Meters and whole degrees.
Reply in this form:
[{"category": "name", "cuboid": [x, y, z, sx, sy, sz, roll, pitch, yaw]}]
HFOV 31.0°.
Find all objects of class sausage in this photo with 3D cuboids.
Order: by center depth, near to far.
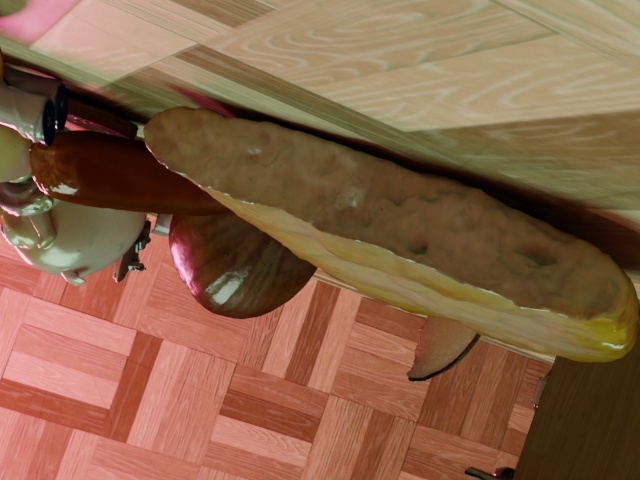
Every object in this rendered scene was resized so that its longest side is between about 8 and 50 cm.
[{"category": "sausage", "cuboid": [-0.200, -0.071, 1.324, 0.089, 0.083, 0.300, -7, 170, 42]}]

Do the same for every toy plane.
[{"category": "toy plane", "cuboid": [-0.306, -0.015, 1.886, 0.058, 0.226, 0.226, 0, 135, -7]}]

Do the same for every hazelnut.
[{"category": "hazelnut", "cuboid": [-0.108, 0.014, 1.584, 0.210, 0.186, 0.210, 36, -179, -1]}]

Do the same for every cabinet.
[{"category": "cabinet", "cuboid": [0.395, 0.238, 1.488, 0.318, 0.290, 0.227, 18, 176, 24]}]

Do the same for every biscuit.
[{"category": "biscuit", "cuboid": [0.111, 0.010, 1.110, 0.429, 0.104, 0.446, 18, 173, 26]}, {"category": "biscuit", "cuboid": [-0.291, -0.152, 1.319, 0.175, 0.026, 0.124, 17, 176, 11]}]

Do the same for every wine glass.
[{"category": "wine glass", "cuboid": [-0.192, -0.022, 1.887, 0.155, 0.073, 0.073, 18, 176, -9]}]

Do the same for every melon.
[{"category": "melon", "cuboid": [0.181, 0.111, 1.555, 0.098, 0.182, 0.054, 13, 173, 20]}]

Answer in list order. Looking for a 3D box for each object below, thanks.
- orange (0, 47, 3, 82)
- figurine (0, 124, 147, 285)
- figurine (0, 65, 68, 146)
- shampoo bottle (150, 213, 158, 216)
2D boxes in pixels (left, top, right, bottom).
[{"category": "orange", "cuboid": [-0.348, -0.147, 0.970, 0.156, 0.134, 0.156, 13, -172, -2]}, {"category": "figurine", "cuboid": [-0.350, -0.103, 1.504, 0.274, 0.227, 0.394, -15, 151, 17]}, {"category": "figurine", "cuboid": [-0.409, -0.151, 1.195, 0.274, 0.133, 0.194, 21, -141, 22]}, {"category": "shampoo bottle", "cuboid": [-0.290, -0.077, 2.015, 0.204, 0.065, 0.065, 19, 176, 14]}]
